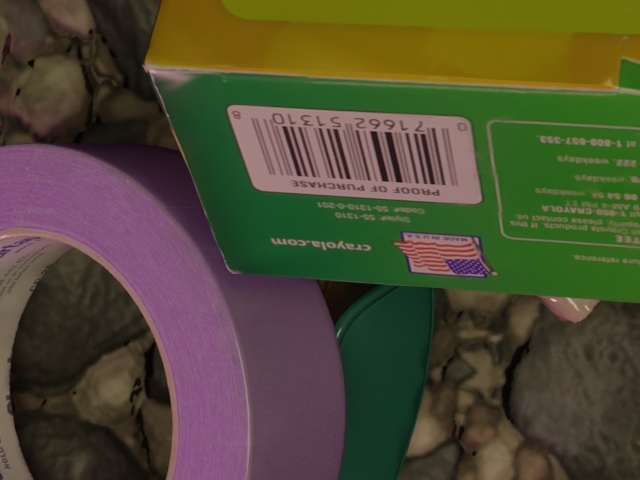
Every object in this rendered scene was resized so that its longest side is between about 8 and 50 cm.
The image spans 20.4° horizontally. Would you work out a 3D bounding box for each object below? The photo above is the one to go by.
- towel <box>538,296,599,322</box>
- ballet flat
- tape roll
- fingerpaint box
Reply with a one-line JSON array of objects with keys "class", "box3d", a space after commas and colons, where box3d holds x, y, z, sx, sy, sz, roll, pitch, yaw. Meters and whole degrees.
[{"class": "towel", "box3d": [0.150, -0.176, 0.982, 0.317, 0.053, 0.332, -40, 90, 2]}, {"class": "ballet flat", "box3d": [0.000, 0.000, 0.972, 0.124, 0.116, 0.342, 27, 127, 31]}, {"class": "tape roll", "box3d": [-0.125, 0.086, 0.938, 0.275, 0.090, 0.274, 1, 92, 33]}, {"class": "fingerpaint box", "box3d": [0.192, -0.161, 0.761, 0.445, 0.163, 0.371, 3, 59, 13]}]
